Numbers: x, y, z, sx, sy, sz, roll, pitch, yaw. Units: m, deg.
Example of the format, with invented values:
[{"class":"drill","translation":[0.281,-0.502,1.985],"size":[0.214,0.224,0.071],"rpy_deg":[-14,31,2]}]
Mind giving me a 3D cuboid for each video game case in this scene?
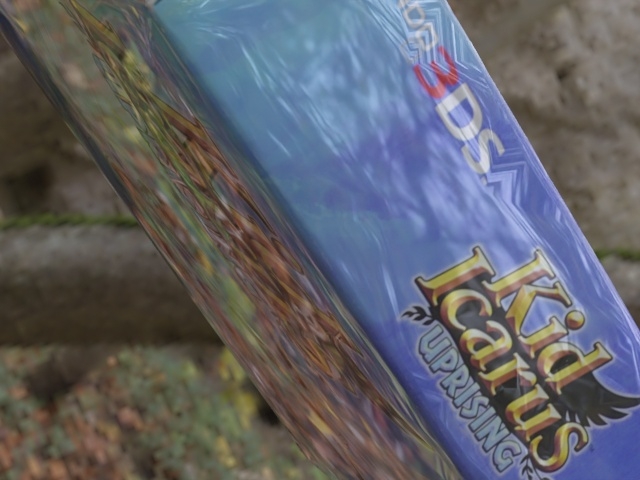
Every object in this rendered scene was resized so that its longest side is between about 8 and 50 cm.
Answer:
[{"class":"video game case","translation":[0.000,0.000,0.541],"size":[0.269,0.061,0.244],"rpy_deg":[56,-12,-28]}]
